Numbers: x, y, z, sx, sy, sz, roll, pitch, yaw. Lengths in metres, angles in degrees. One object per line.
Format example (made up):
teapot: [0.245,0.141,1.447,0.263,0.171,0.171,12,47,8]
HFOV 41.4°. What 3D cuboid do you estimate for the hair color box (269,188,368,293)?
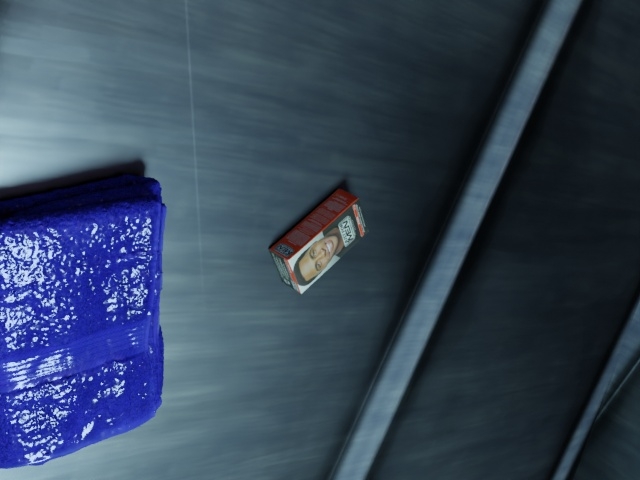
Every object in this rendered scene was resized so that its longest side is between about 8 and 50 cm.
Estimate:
hair color box: [0.000,0.000,1.181,0.141,0.043,0.072,-42,137,-22]

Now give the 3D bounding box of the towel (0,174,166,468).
towel: [-0.263,0.093,0.926,0.227,0.076,0.308,-19,124,-40]
